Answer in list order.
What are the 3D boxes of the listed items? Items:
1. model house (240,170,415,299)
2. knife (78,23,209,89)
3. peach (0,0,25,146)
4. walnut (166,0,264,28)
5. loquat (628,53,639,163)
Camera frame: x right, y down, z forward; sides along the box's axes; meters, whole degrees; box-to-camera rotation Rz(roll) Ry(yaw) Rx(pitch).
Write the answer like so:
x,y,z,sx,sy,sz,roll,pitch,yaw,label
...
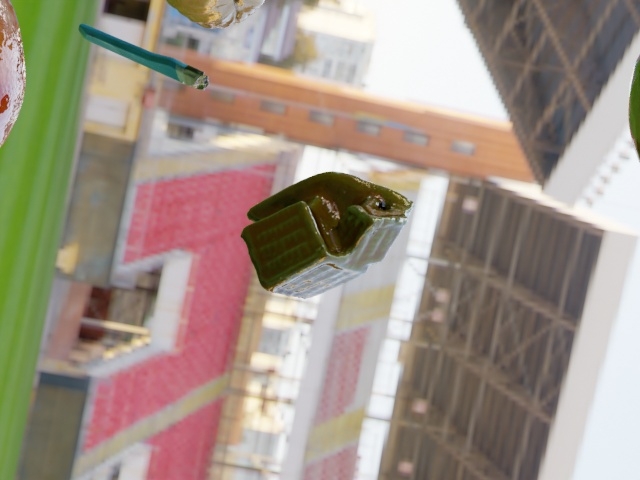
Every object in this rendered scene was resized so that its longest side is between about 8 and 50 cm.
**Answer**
x,y,z,sx,sy,sz,roll,pitch,yaw,label
0.006,-0.009,2.198,0.173,0.268,0.239,60,17,-9,model house
-0.295,-0.309,2.238,0.026,0.297,0.044,-51,150,-23,knife
-0.523,-0.209,1.655,0.372,0.290,0.372,-57,178,-4,peach
-0.170,-0.406,2.047,0.184,0.155,0.155,41,-54,39,walnut
0.519,-0.148,1.481,0.359,0.328,0.328,-34,-138,49,loquat
